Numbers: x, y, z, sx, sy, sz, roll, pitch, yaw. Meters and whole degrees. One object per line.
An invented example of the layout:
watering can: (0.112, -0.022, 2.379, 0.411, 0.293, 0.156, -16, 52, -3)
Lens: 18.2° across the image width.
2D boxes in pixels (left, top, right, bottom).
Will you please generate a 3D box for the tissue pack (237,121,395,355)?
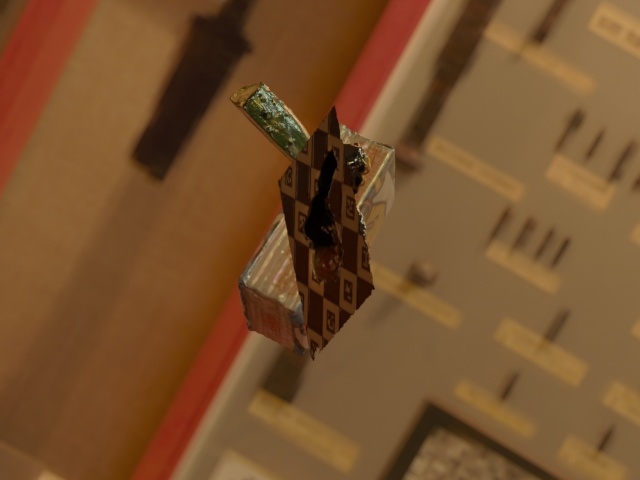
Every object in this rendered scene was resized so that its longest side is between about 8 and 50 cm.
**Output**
tissue pack: (0.000, 0.000, 1.539, 0.065, 0.155, 0.115, 26, -17, 12)

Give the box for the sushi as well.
sushi: (0.013, -0.003, 1.245, 0.026, 0.120, 0.126, -3, 69, -22)

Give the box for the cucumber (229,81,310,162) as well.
cucumber: (-0.033, -0.101, 1.842, 0.107, 0.035, 0.067, 46, -5, -16)
